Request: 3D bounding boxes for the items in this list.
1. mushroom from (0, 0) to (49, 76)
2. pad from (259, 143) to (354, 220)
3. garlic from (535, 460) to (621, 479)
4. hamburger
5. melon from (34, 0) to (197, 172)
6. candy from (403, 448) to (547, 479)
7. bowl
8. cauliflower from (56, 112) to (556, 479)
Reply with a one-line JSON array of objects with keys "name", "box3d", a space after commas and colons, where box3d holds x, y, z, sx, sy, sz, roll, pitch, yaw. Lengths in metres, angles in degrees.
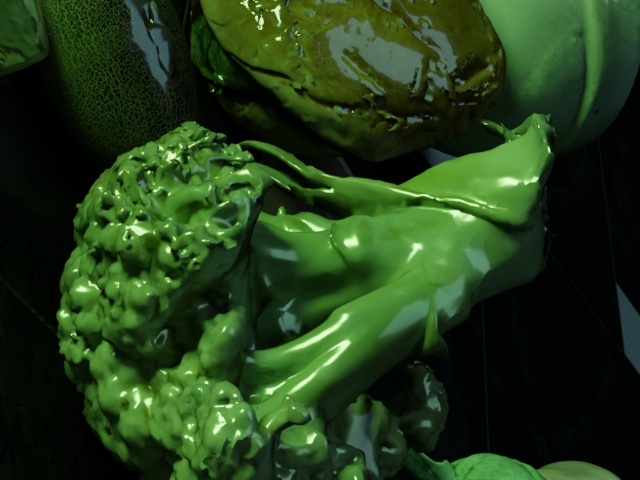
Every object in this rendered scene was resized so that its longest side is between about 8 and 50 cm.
[{"name": "mushroom", "box3d": [-0.251, -0.253, 1.016, 0.333, 0.087, 0.107, 68, 22, -2]}, {"name": "pad", "box3d": [0.000, 0.000, 1.415, 0.176, 0.002, 0.266, 57, 25, -21]}, {"name": "garlic", "box3d": [0.262, 0.257, 1.458, 0.199, 0.226, 0.199, 42, 31, -33]}, {"name": "hamburger", "box3d": [0.018, -0.194, 1.373, 0.265, 0.134, 0.285, -21, 80, -35]}, {"name": "melon", "box3d": [-0.131, -0.112, 1.117, 0.162, 0.099, 0.099, 70, 23, -5]}, {"name": "candy", "box3d": [0.035, 0.128, 1.265, 0.440, 0.119, 0.119, 45, 30, -28]}, {"name": "bowl", "box3d": [0.131, -0.208, 1.590, 0.163, 0.307, 0.307, -21, 86, -31]}, {"name": "cauliflower", "box3d": [-0.009, 0.057, 1.014, 0.327, 0.281, 0.260, -82, 174, -61]}]
